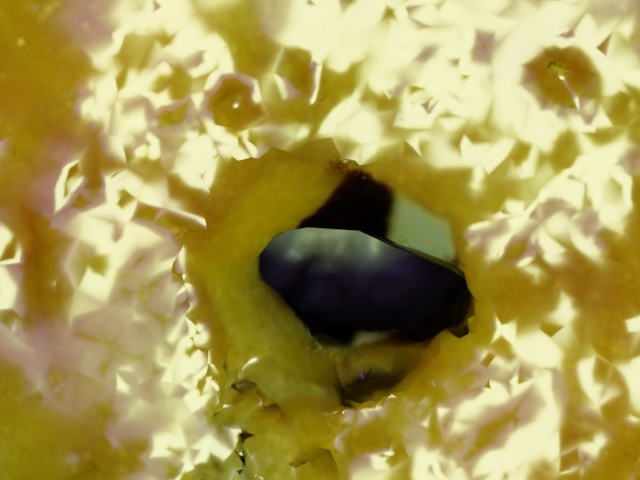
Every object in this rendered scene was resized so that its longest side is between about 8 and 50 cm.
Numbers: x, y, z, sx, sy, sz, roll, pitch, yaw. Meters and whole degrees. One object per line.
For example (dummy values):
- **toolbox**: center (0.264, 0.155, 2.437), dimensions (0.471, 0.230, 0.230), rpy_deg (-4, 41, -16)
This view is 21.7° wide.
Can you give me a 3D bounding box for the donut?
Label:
- **donut**: center (0.003, 0.000, 0.468), dimensions (0.253, 0.118, 0.254), rpy_deg (-2, 109, -6)
